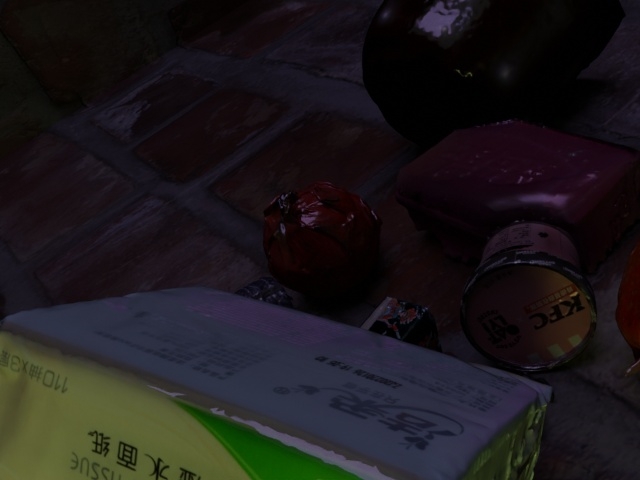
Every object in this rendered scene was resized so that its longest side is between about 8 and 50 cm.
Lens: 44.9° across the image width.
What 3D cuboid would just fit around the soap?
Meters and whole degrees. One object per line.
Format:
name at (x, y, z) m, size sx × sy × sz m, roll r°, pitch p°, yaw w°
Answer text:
soap at (0.267, -0.067, 1.099) m, size 0.220 × 0.127 × 0.324 m, roll -37°, pitch 33°, yaw -19°

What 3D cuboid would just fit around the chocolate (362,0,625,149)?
chocolate at (0.243, -0.314, 1.263) m, size 0.383 × 0.384 × 0.331 m, roll 8°, pitch 51°, yaw 42°

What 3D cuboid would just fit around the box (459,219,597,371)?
box at (0.247, 0.055, 0.925) m, size 0.151 × 0.151 × 0.135 m, roll -12°, pitch 27°, yaw 22°

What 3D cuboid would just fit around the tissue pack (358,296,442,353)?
tissue pack at (0.069, 0.162, 0.933) m, size 0.090 × 0.103 × 0.170 m, roll 18°, pitch 53°, yaw 41°

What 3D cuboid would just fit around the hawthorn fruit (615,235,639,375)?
hawthorn fruit at (0.394, 0.059, 0.807) m, size 0.173 × 0.179 × 0.173 m, roll 14°, pitch 20°, yaw -5°

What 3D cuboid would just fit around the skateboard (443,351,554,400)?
skateboard at (0.193, 0.172, 0.884) m, size 0.080 × 0.067 × 0.151 m, roll -34°, pitch 37°, yaw -30°

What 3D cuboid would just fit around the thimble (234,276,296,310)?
thimble at (-0.081, 0.104, 1.137) m, size 0.066 × 0.095 × 0.104 m, roll -29°, pitch -5°, yaw -21°

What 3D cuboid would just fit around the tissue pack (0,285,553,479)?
tissue pack at (-0.039, 0.185, 0.691) m, size 0.404 × 0.205 × 0.331 m, roll 15°, pitch 11°, yaw 26°

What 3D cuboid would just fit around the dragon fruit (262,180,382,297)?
dragon fruit at (0.000, 0.000, 1.139) m, size 0.172 × 0.209 × 0.172 m, roll -9°, pitch 77°, yaw 41°
